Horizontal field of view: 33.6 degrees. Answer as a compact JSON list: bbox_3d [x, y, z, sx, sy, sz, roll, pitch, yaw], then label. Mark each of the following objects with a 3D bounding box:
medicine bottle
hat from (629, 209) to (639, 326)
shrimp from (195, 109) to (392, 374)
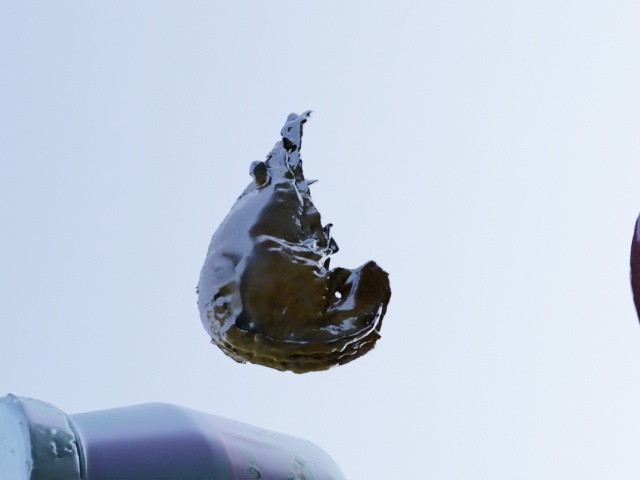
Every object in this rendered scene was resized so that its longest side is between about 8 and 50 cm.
[{"bbox_3d":[-0.148,0.248,0.831,0.290,0.245,0.245,21,-80,-37],"label":"medicine bottle"},{"bbox_3d":[0.241,0.007,0.466,0.205,0.089,0.205,4,-67,10],"label":"hat"},{"bbox_3d":[-0.008,0.001,0.698,0.117,0.262,0.066,19,-52,0],"label":"shrimp"}]
